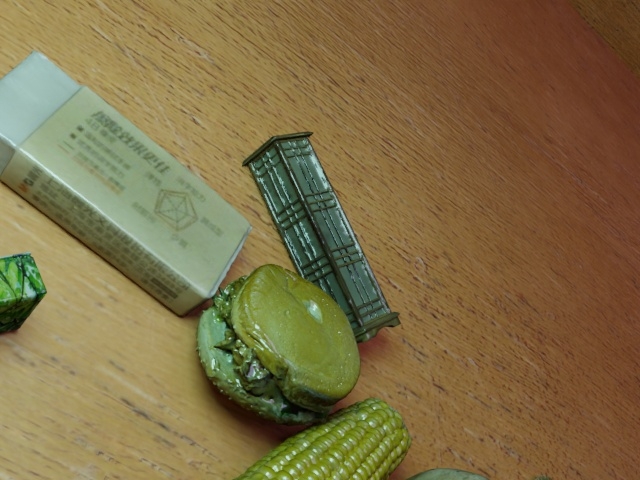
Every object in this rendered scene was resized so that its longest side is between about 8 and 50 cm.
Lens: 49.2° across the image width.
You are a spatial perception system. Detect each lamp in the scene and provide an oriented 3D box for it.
[{"bbox_3d":[0.000,0.000,1.042,0.090,0.089,0.326,-15,78,-47],"label":"lamp"}]

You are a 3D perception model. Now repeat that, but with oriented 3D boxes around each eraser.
[{"bbox_3d":[-0.253,-0.065,0.853,0.343,0.078,0.144,41,44,-16],"label":"eraser"}]

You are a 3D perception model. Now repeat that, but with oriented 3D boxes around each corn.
[{"bbox_3d":[-0.003,0.290,0.837,0.346,0.130,0.130,-19,80,-50],"label":"corn"}]

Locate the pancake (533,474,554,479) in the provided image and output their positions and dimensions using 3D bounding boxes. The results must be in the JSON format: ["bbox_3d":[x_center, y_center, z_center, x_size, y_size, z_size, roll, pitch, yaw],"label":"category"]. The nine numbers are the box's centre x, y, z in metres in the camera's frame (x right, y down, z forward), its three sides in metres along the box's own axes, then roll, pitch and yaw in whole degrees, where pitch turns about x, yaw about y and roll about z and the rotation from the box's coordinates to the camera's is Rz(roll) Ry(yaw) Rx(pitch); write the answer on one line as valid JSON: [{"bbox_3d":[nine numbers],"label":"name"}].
[{"bbox_3d":[0.386,0.463,1.170,0.139,0.022,0.140,21,53,-32],"label":"pancake"}]

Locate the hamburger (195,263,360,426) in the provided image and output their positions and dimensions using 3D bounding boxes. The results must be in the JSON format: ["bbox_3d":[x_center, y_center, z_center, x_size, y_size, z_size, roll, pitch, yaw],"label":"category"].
[{"bbox_3d":[-0.045,0.139,0.876,0.215,0.122,0.189,24,32,-36],"label":"hamburger"}]

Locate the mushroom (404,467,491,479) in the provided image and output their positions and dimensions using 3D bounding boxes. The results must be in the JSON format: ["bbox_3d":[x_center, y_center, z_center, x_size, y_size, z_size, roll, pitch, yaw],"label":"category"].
[{"bbox_3d":[0.195,0.421,0.898,0.195,0.189,0.254,-9,71,-48],"label":"mushroom"}]

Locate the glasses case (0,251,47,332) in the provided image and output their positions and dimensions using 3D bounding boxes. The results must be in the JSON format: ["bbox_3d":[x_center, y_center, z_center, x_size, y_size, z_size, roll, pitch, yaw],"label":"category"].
[{"bbox_3d":[-0.399,0.067,0.627,0.272,0.095,0.062,-11,70,-46],"label":"glasses case"}]
